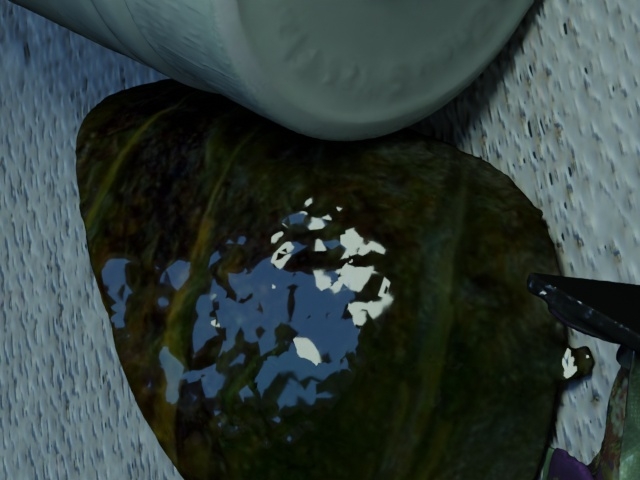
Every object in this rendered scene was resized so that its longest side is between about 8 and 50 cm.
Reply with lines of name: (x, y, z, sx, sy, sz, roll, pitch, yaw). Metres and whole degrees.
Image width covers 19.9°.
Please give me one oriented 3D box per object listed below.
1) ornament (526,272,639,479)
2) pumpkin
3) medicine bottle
ornament: (0.086, 0.114, 0.635, 0.088, 0.081, 0.203, 35, 104, 46)
pumpkin: (-0.003, -0.003, 0.746, 0.163, 0.111, 0.278, -35, 54, 28)
medicine bottle: (-0.068, -0.176, 0.792, 0.332, 0.190, 0.189, 27, 98, 43)
